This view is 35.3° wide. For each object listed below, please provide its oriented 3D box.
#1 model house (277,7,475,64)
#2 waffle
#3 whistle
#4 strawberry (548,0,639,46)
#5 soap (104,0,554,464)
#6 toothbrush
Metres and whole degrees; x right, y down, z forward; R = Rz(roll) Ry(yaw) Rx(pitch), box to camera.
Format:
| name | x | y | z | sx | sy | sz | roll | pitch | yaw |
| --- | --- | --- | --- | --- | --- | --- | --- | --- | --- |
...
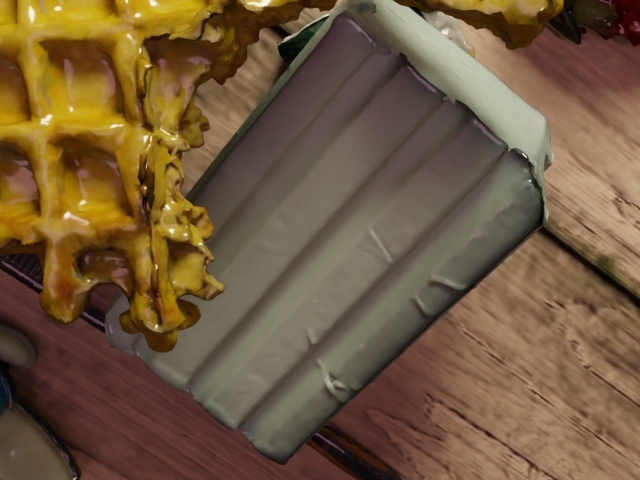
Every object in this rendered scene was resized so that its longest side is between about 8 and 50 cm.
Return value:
| name | x | y | z | sx | sy | sz | roll | pitch | yaw |
| --- | --- | --- | --- | --- | --- | --- | --- | --- | --- |
| model house | 0.039 | -0.096 | 0.597 | 0.101 | 0.088 | 0.100 | -28 | 102 | 1 |
| waffle | -0.068 | -0.114 | 0.435 | 0.293 | 0.069 | 0.260 | -43 | 89 | 6 |
| whistle | -0.241 | 0.080 | 0.622 | 0.235 | 0.077 | 0.114 | 50 | 66 | -19 |
| strawberry | 0.221 | -0.217 | 0.577 | 0.175 | 0.107 | 0.236 | 36 | 97 | -12 |
| soap | 0.000 | 0.000 | 0.570 | 0.150 | 0.094 | 0.261 | 38 | 121 | -8 |
| toothbrush | -0.074 | 0.088 | 0.662 | 0.321 | 0.023 | 0.031 | 35 | 107 | -12 |
